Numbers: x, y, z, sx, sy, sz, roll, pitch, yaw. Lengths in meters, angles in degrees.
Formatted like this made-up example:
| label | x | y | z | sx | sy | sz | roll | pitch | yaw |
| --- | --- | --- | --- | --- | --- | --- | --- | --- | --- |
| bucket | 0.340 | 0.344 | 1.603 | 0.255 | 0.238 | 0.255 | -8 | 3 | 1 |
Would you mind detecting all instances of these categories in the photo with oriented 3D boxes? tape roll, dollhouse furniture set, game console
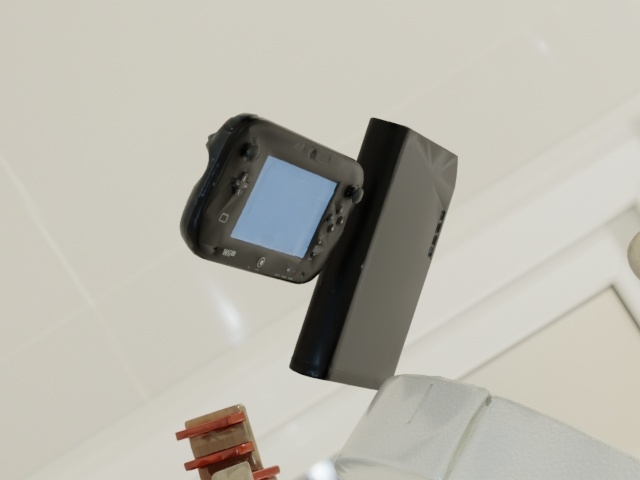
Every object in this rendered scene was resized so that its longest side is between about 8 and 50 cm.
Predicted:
| label | x | y | z | sx | sy | sz | roll | pitch | yaw |
| --- | --- | --- | --- | --- | --- | --- | --- | --- | --- |
| tape roll | 0.190 | 0.223 | 1.092 | 0.392 | 0.072 | 0.392 | 30 | -15 | 9 |
| dollhouse furniture set | -0.148 | 0.230 | 1.314 | 0.259 | 0.262 | 0.135 | -12 | 82 | -54 |
| game console | 0.000 | 0.000 | 1.224 | 0.044 | 0.213 | 0.361 | 17 | -1 | 28 |

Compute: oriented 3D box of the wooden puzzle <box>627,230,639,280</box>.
| label | x | y | z | sx | sy | sz | roll | pitch | yaw |
| --- | --- | --- | --- | --- | --- | --- | --- | --- | --- |
| wooden puzzle | 0.395 | 0.056 | 1.339 | 0.221 | 0.044 | 0.238 | -21 | 66 | -40 |
